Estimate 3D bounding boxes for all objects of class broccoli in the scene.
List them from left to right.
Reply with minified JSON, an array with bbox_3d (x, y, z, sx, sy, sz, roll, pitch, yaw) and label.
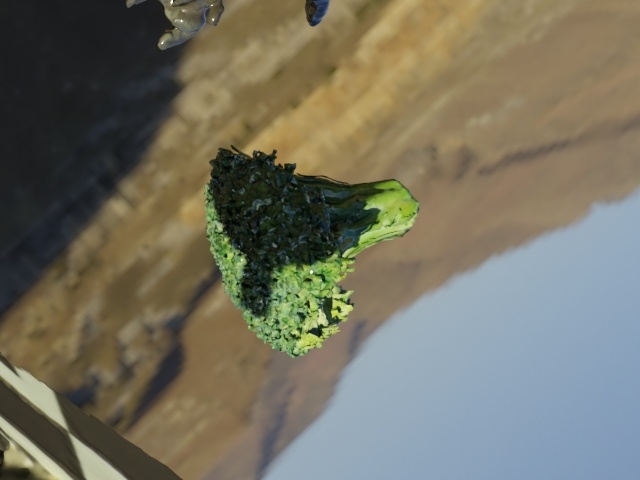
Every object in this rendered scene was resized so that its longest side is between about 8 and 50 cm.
[{"bbox_3d":[0.000,0.000,1.741,0.194,0.194,0.219,-43,141,-47],"label":"broccoli"}]

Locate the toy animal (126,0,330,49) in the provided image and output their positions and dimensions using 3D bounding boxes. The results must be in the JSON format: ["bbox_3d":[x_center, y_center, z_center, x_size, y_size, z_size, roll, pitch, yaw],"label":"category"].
[{"bbox_3d":[0.007,-0.180,1.066,0.233,0.084,0.148,-35,-177,21],"label":"toy animal"}]

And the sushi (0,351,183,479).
[{"bbox_3d":[-0.073,0.117,0.581,0.059,0.294,0.292,-47,137,-18],"label":"sushi"}]
